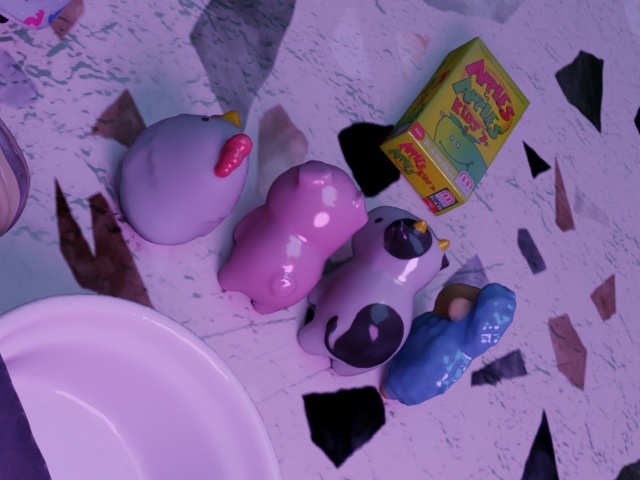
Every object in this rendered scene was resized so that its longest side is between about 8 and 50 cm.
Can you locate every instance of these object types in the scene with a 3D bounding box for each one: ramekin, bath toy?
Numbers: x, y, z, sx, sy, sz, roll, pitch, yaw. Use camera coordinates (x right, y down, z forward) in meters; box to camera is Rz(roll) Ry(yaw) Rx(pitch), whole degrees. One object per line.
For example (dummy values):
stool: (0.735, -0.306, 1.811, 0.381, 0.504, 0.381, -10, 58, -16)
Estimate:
ramekin: (-0.168, 0.185, 0.913, 0.277, 0.135, 0.277, 18, 60, -35)
bath toy: (0.000, 0.000, 1.155, 0.348, 0.129, 0.151, 33, 52, -26)

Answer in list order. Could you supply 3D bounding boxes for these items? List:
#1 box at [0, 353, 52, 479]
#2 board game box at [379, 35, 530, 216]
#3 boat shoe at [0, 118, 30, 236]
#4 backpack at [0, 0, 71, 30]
box: (-0.343, 0.210, 0.513, 0.480, 0.297, 0.471, -45, 128, -44)
board game box: (0.137, -0.116, 1.391, 0.092, 0.043, 0.181, 49, 46, -14)
boat shoe: (-0.340, -0.119, 0.898, 0.355, 0.132, 0.130, 49, 46, -13)
backpack: (-0.233, -0.263, 0.948, 0.225, 0.191, 0.253, 39, 15, -26)
